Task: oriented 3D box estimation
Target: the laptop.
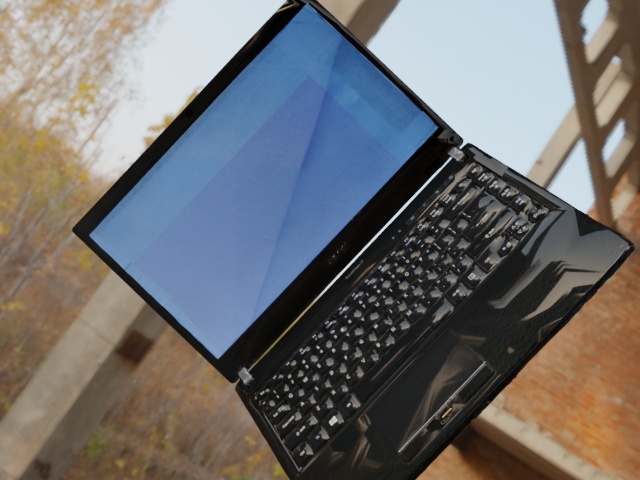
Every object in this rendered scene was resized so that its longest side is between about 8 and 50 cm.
[{"bbox_3d":[0.000,0.000,0.566,0.136,0.234,0.264,42,3,-35],"label":"laptop"}]
